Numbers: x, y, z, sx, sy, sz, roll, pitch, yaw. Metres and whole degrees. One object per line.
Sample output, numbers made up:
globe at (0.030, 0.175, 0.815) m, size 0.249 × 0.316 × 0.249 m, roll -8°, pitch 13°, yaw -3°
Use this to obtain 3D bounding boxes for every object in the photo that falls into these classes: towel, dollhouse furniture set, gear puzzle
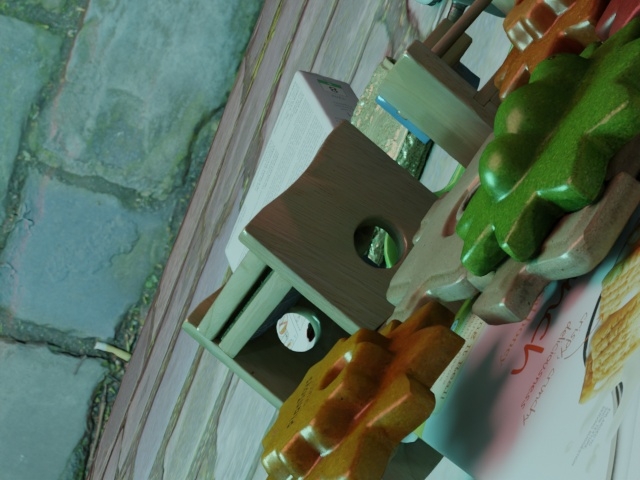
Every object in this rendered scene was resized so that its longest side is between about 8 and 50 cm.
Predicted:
towel at (0.033, -0.044, 0.996) m, size 0.148 × 0.027 × 0.110 m, roll -68°, pitch 20°, yaw 12°
dollhouse furniture set at (0.058, -0.004, 0.641) m, size 0.183 × 0.129 × 0.129 m, roll -49°, pitch -1°, yaw -25°
gear puzzle at (0.069, -0.050, 0.469) m, size 0.339 × 0.044 × 0.175 m, roll -55°, pitch 9°, yaw -14°

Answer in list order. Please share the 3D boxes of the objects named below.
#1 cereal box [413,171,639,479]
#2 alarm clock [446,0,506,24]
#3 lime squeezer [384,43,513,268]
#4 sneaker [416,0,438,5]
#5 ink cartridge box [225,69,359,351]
cereal box at (0.105, 0.004, 0.392) m, size 0.173 × 0.047 × 0.240 m, roll -56°, pitch 8°, yaw -4°
alarm clock at (0.113, -0.194, 0.779) m, size 0.192 × 0.064 × 0.129 m, roll 117°, pitch 167°, yaw -52°
lime squeezer at (0.058, 0.027, 0.754) m, size 0.110 × 0.059 × 0.310 m, roll -18°, pitch -48°, yaw -63°
sneaker at (0.074, -0.317, 1.047) m, size 0.107 × 0.124 × 0.283 m, roll -133°, pitch 62°, yaw -78°
ink cartridge box at (0.000, 0.000, 1.145) m, size 0.181 × 0.056 × 0.224 m, roll -66°, pitch 29°, yaw 26°
